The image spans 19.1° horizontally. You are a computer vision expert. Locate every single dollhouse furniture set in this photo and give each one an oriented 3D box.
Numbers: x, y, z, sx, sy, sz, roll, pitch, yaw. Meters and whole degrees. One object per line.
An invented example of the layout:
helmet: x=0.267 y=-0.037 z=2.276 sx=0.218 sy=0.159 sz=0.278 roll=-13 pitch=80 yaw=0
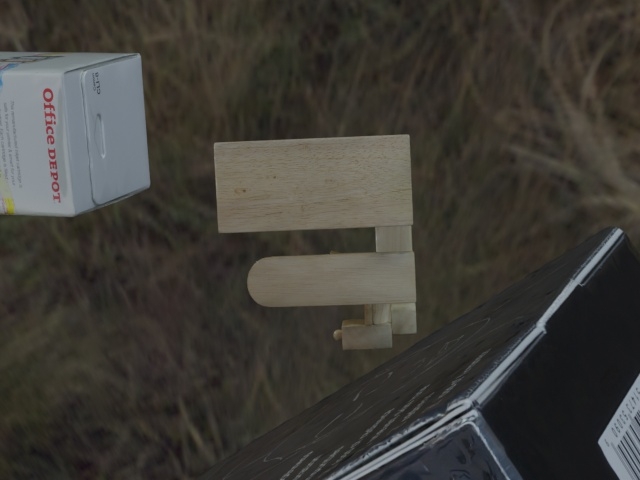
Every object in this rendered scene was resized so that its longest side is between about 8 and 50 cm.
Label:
dollhouse furniture set: x=0.000 y=0.000 z=1.270 sx=0.123 sy=0.151 sz=0.144 roll=-2 pitch=96 yaw=2

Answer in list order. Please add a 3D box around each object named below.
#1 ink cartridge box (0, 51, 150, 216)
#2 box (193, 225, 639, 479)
ink cartridge box: x=-0.257 y=-0.097 z=1.679 sx=0.176 sy=0.127 sz=0.128 roll=4 pitch=105 yaw=27
box: x=0.063 y=0.271 z=1.442 sx=0.472 sy=0.480 sz=0.297 roll=-31 pitch=92 yaw=25
